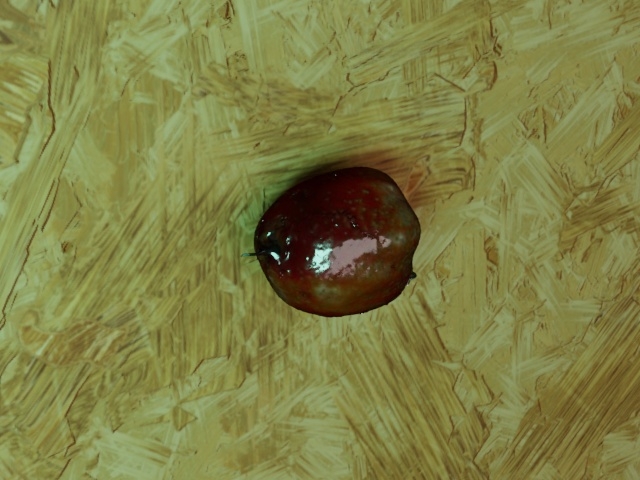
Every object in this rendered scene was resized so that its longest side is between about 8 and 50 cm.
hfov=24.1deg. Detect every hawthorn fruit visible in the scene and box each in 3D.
[{"bbox_3d":[0.000,0.000,1.738,0.235,0.181,0.181,-3,112,-34],"label":"hawthorn fruit"}]
